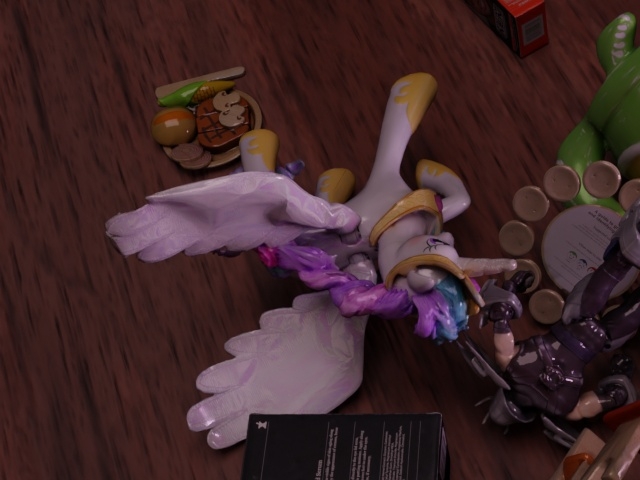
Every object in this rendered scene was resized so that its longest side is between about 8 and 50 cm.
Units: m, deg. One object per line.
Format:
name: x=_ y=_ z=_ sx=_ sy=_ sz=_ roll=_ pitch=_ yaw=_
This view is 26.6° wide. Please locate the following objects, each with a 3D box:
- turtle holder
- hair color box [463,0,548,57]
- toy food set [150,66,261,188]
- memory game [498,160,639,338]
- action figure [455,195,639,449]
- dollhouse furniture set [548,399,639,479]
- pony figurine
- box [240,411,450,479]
turtle holder: x=0.384 y=-0.120 z=1.330 sx=0.320 sy=0.243 sz=0.227 roll=-29 pitch=70 yaw=-19
hair color box: x=0.210 y=-0.287 z=1.597 sx=0.043 sy=0.072 sz=0.141 roll=-30 pitch=52 yaw=-8
toy food set: x=-0.135 y=-0.137 z=1.597 sx=0.132 sy=0.038 sz=0.192 roll=-16 pitch=53 yaw=3
memory game: x=0.263 y=0.011 z=1.319 sx=0.186 sy=0.186 sz=0.012 roll=13 pitch=20 yaw=22
action figure: x=0.250 y=0.078 z=1.250 sx=0.285 sy=0.185 sz=0.099 roll=-47 pitch=19 yaw=17
dollhouse furniture set: x=0.344 y=0.220 z=1.103 sx=0.259 sy=0.262 sz=0.135 roll=41 pitch=67 yaw=-2
pony figurine: x=0.000 y=0.000 z=1.335 sx=0.351 sy=0.302 sz=0.363 roll=-18 pitch=32 yaw=7
box: x=0.017 y=0.290 z=1.210 sx=0.184 sy=0.103 sz=0.261 roll=0 pitch=55 yaw=11
